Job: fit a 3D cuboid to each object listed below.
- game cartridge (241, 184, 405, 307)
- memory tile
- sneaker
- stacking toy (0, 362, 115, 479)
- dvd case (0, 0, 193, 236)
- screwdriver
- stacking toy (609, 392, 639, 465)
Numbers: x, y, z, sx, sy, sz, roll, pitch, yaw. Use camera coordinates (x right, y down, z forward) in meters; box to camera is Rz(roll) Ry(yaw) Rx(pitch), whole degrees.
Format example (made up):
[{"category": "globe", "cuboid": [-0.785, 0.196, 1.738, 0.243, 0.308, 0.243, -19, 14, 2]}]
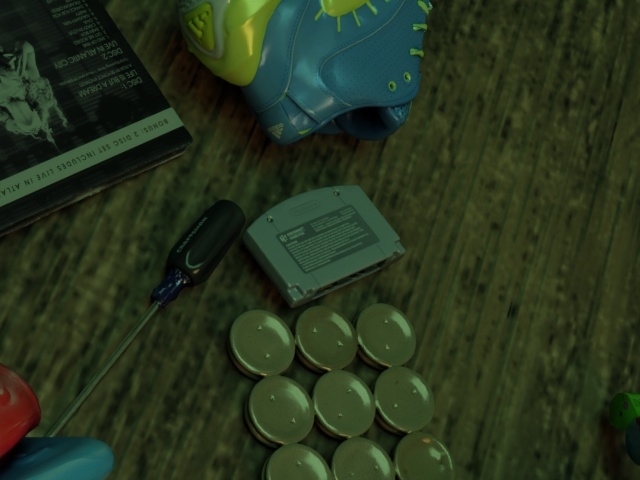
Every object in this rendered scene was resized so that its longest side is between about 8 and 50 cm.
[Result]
[{"category": "game cartridge", "cuboid": [0.000, 0.000, 0.891, 0.083, 0.017, 0.056, -22, 70, -38]}, {"category": "memory tile", "cuboid": [0.015, 0.103, 0.856, 0.113, 0.012, 0.148, -3, 67, -30]}, {"category": "sneaker", "cuboid": [0.025, -0.128, 0.947, 0.240, 0.091, 0.126, -34, 103, -37]}, {"category": "stacking toy", "cuboid": [-0.217, -0.007, 0.633, 0.165, 0.175, 0.302, -22, 99, -37]}, {"category": "dvd case", "cuboid": [-0.185, -0.109, 0.845, 0.164, 0.018, 0.221, -29, 81, -41]}, {"category": "screwdriver", "cuboid": [-0.091, 0.039, 0.830, 0.025, 0.024, 0.170, 28, 57, 23]}, {"category": "stacking toy", "cuboid": [0.249, 0.186, 0.921, 0.167, 0.052, 0.221, 3, 63, -29]}]
